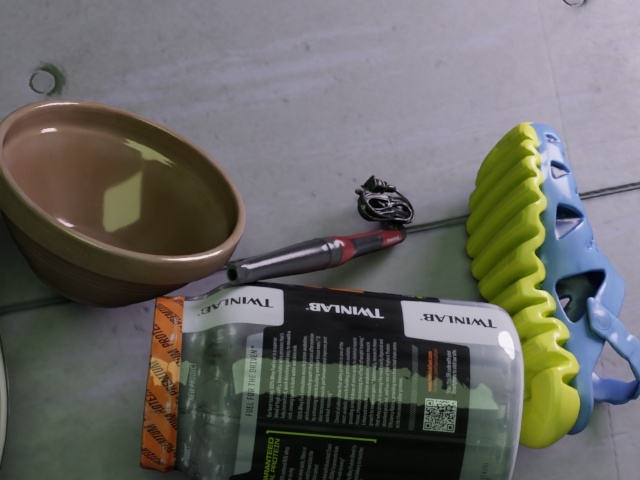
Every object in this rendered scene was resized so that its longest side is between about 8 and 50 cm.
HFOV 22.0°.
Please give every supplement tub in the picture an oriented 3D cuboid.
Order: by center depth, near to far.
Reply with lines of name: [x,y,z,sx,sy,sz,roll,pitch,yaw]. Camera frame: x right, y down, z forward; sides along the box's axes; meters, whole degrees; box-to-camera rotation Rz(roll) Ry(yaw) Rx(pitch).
supplement tub: [0.006,0.137,1.439,0.316,0.193,0.193,6,70,-6]

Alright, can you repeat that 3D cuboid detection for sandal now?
sandal: [0.225,0.040,1.551,0.138,0.126,0.317,2,71,-24]

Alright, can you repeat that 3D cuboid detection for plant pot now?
plant pot: [-0.196,-0.017,1.488,0.237,0.109,0.237,20,31,-13]

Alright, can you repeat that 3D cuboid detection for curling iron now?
curling iron: [0.000,0.000,1.499,0.274,0.035,0.068,-25,78,-51]

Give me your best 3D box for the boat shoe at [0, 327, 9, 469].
boat shoe: [-0.369,0.075,1.441,0.187,0.156,0.500,0,85,-13]
